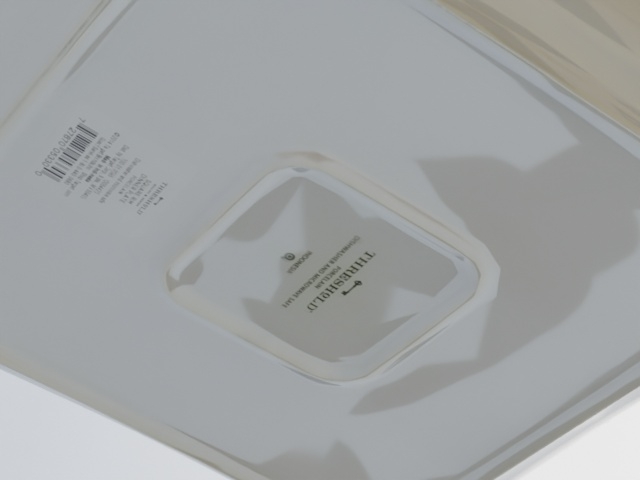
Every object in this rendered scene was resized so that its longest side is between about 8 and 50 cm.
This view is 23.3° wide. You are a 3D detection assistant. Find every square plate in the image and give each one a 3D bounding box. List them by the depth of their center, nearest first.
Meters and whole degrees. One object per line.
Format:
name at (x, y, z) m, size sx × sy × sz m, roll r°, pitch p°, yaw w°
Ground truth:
square plate at (0.000, 0.000, 0.596) m, size 0.344 × 0.347 × 0.049 m, roll 29°, pitch -137°, yaw -22°
